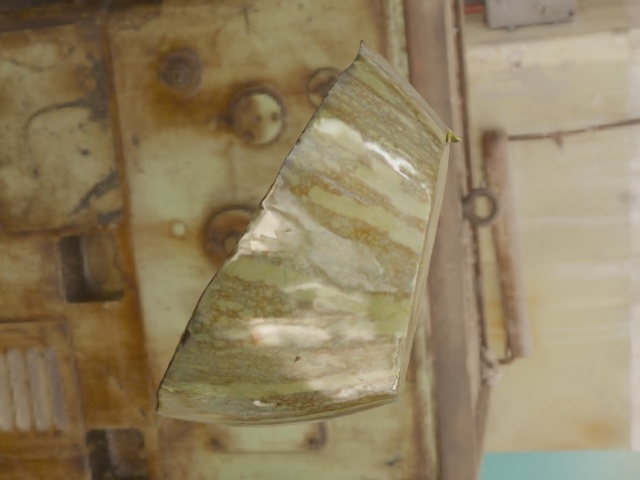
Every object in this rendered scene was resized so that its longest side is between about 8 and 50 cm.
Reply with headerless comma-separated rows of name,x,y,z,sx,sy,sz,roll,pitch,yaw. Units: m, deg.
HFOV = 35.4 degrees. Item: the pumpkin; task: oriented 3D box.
pumpkin,0.012,0.014,0.510,0.217,0.110,0.217,-61,171,-18
